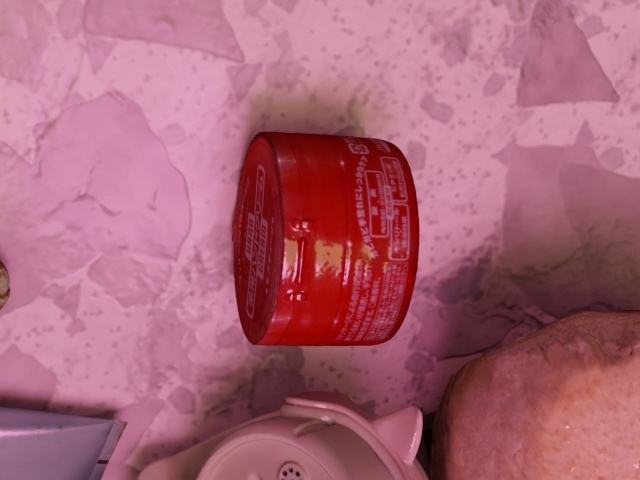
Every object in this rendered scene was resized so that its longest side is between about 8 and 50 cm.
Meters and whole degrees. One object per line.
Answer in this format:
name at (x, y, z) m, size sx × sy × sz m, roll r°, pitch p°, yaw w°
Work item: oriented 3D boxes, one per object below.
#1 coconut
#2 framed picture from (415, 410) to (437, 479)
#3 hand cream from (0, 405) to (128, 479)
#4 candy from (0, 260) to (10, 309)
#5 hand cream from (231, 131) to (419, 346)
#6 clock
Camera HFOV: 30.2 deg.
coconut at (0.286, 0.233, 1.099) m, size 0.344 × 0.415 × 0.415 m, roll -48°, pitch 112°, yaw -6°
framed picture at (0.224, 0.283, 1.284) m, size 0.231 × 0.018 × 0.293 m, roll -16°, pitch 111°, yaw -7°
hand cream at (-0.341, 0.180, 1.084) m, size 0.312 × 0.070 × 0.111 m, roll 13°, pitch 121°, yaw -27°
candy at (-0.348, 0.094, 1.070) m, size 0.061 × 0.061 × 0.202 m, roll 32°, pitch 107°, yaw -21°
hand cream at (0.000, 0.000, 1.041) m, size 0.125 × 0.193 × 0.193 m, roll 4°, pitch 107°, yaw -16°
clock at (-0.015, 0.269, 1.051) m, size 0.324 × 0.265 × 0.108 m, roll -36°, pitch 158°, yaw 34°
